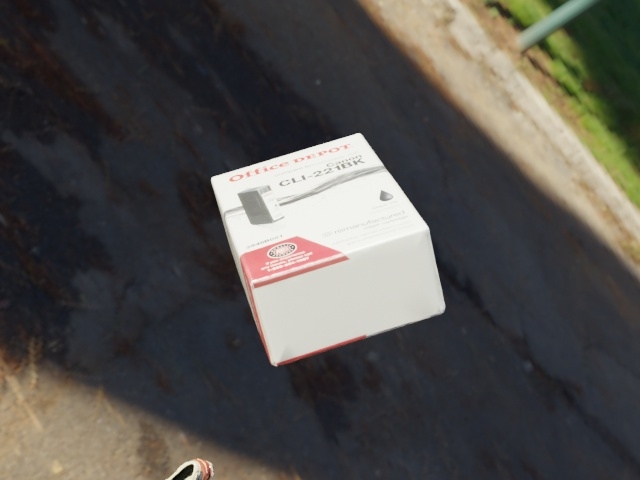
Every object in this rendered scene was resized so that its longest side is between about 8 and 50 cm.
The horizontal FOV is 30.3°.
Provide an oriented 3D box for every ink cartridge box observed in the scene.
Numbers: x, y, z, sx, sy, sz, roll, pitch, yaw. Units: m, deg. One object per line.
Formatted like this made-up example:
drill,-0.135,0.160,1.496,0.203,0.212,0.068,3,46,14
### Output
ink cartridge box,0.000,0.000,1.335,0.273,0.197,0.114,-118,-168,-61

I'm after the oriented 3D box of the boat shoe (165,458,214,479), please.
boat shoe,-0.205,0.352,1.628,0.049,0.137,0.043,50,12,25
